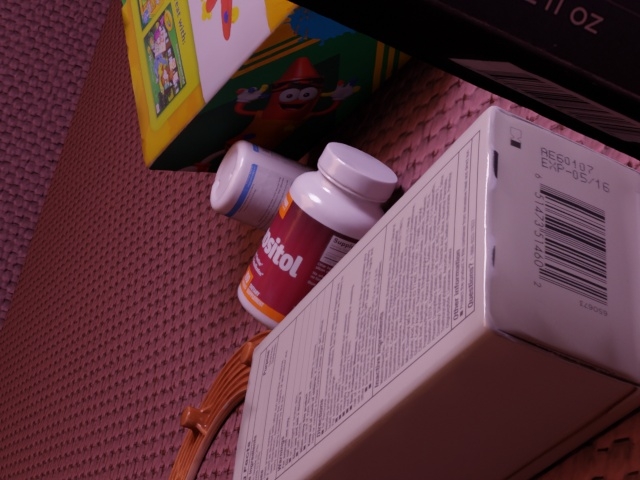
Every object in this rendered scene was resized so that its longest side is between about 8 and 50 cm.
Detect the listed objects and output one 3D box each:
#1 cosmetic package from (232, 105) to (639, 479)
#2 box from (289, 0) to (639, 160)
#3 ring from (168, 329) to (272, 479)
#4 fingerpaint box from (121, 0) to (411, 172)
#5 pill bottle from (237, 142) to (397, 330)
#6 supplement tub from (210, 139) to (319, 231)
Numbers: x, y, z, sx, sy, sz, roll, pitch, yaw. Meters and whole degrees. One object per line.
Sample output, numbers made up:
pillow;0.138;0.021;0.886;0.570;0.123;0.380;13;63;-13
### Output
cosmetic package;0.063;0.078;0.875;0.309;0.113;0.160;-47;28;48
box;0.158;-0.197;0.624;0.294;0.296;0.183;-68;18;1
ring;-0.100;0.237;1.277;0.336;0.032;0.336;-54;23;35
fingerpaint box;-0.047;-0.337;1.317;0.371;0.163;0.445;-40;55;49
pill bottle;0.000;0.000;1.171;0.152;0.086;0.086;-62;20;18
supplement tub;-0.038;-0.041;1.288;0.071;0.107;0.071;-54;23;35
